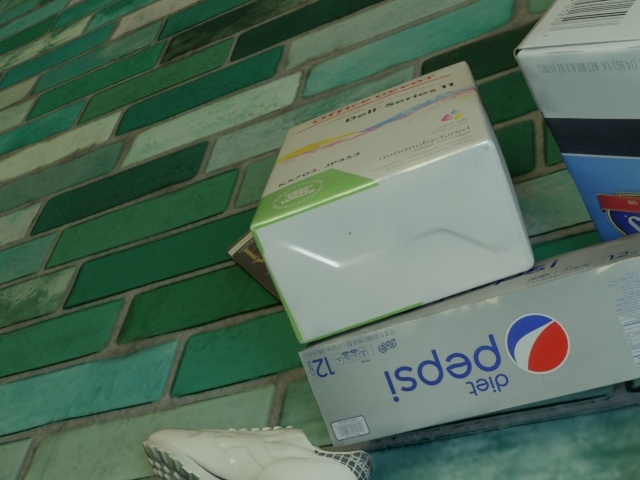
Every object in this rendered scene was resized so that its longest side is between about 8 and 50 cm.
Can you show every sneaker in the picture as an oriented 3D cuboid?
[{"bbox_3d":[-0.062,0.204,0.838,0.235,0.090,0.095,8,41,41],"label":"sneaker"}]

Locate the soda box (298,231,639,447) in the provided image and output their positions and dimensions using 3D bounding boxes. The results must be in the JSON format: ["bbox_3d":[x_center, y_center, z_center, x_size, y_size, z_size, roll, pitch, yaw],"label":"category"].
[{"bbox_3d":[0.134,0.081,0.766,0.286,0.091,0.098,-18,5,23],"label":"soda box"}]

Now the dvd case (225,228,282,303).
[{"bbox_3d":[0.000,0.000,1.069,0.164,0.018,0.221,-42,35,-9],"label":"dvd case"}]

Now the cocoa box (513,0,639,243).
[{"bbox_3d":[0.365,-0.167,0.756,0.231,0.228,0.347,7,49,47],"label":"cocoa box"}]

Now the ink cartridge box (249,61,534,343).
[{"bbox_3d":[0.068,-0.061,0.898,0.207,0.119,0.353,-20,19,12],"label":"ink cartridge box"}]
